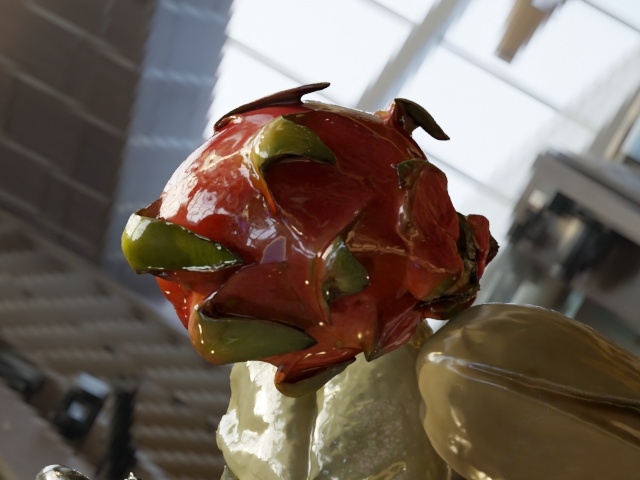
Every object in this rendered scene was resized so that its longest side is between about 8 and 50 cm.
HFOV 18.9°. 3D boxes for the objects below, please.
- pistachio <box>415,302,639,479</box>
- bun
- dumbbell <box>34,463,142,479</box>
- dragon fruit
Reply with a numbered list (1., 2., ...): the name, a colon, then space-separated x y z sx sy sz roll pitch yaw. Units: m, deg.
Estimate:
1. pistachio: 0.164 0.117 1.248 0.226 0.136 0.136 23 -169 -8
2. bun: 0.005 0.231 1.906 0.219 0.365 0.365 1 -164 -9
3. dumbbell: -0.312 0.392 1.934 0.179 0.406 0.179 35 157 18
4. dragon fruit: -0.005 -0.001 1.360 0.227 0.224 0.224 -17 162 31
